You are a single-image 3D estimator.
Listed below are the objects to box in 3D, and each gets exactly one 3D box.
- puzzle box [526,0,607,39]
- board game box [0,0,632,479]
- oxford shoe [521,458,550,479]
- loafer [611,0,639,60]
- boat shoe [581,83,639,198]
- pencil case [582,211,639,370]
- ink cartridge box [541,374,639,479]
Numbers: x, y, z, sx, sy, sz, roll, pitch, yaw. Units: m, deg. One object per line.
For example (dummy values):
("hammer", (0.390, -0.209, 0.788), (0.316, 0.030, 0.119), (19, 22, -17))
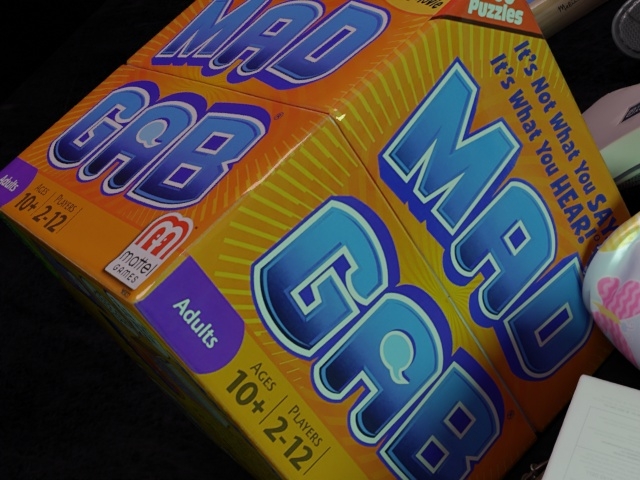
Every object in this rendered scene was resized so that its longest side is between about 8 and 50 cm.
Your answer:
("puzzle box", (0.312, -0.377, 1.389), (0.409, 0.052, 0.272), (-32, 31, 7))
("board game box", (0.000, 0.000, 0.909), (0.356, 0.356, 0.356), (-45, 33, -15))
("oxford shoe", (0.156, 0.197, 0.753), (0.227, 0.096, 0.083), (-27, 35, 18))
("loafer", (0.436, -0.263, 1.108), (0.267, 0.096, 0.084), (-26, -1, 11))
("boat shoe", (0.320, -0.061, 0.925), (0.127, 0.158, 0.340), (-54, 7, -17))
("pencil case", (0.302, 0.078, 0.737), (0.124, 0.113, 0.273), (-68, 28, 22))
("ink cartridge box", (0.177, 0.190, 0.621), (0.109, 0.062, 0.209), (15, 52, 23))
